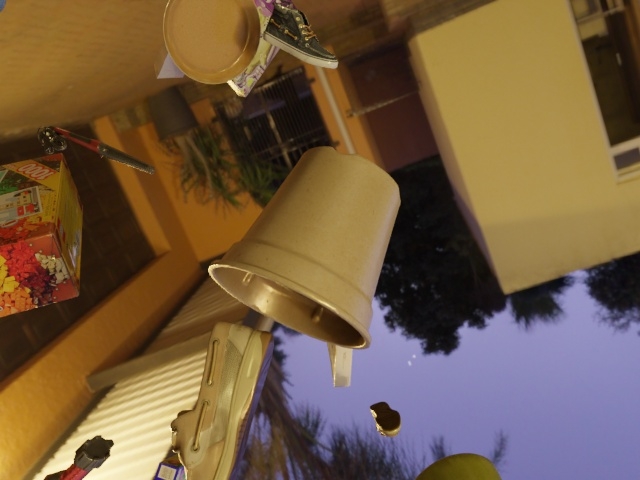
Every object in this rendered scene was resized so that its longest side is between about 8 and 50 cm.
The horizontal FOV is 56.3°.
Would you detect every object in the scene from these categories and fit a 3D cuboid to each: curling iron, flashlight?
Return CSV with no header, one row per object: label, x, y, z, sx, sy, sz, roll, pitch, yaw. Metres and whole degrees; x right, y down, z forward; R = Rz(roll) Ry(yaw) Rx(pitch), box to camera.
curling iron,-0.527,-0.206,1.410,0.273,0.068,0.035,16,167,-12
flashlight,-0.707,0.661,1.695,0.304,0.103,0.103,-45,-153,29

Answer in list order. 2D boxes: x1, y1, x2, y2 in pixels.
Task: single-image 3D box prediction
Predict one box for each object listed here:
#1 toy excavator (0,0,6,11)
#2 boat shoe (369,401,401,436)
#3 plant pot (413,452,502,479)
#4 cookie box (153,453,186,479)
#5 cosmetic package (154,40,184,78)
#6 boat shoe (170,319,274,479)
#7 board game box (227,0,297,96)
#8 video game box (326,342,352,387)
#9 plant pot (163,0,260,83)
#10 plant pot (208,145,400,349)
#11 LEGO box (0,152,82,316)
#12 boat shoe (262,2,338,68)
toy excavator,-0.563,-0.179,0.675,0.432,0.446,0.222,-20,-172,-34
boat shoe,0.145,0.401,1.314,0.056,0.048,0.153,-16,-174,-10
plant pot,0.383,0.726,1.455,0.274,0.275,0.293,-23,-155,-4
cookie box,-0.263,0.431,1.053,0.040,0.092,0.107,16,170,7
cosmetic package,-0.497,-0.637,2.056,0.098,0.061,0.239,-8,171,-28
boat shoe,-0.150,0.260,0.810,0.098,0.303,0.109,15,166,4
board game box,-0.213,-0.656,1.892,0.056,0.208,0.347,20,-106,46
video game box,0.047,0.231,1.514,0.048,0.205,0.187,-1,-147,-4
plant pot,-0.246,-0.476,1.353,0.236,0.237,0.032,-28,-146,-23
plant pot,0.000,0.000,1.165,0.333,0.333,0.306,-4,-124,55
LEGO box,-0.842,-0.014,1.562,0.372,0.193,0.500,-15,-146,-12
boat shoe,-0.036,-0.436,1.274,0.183,0.083,0.065,29,-151,12
